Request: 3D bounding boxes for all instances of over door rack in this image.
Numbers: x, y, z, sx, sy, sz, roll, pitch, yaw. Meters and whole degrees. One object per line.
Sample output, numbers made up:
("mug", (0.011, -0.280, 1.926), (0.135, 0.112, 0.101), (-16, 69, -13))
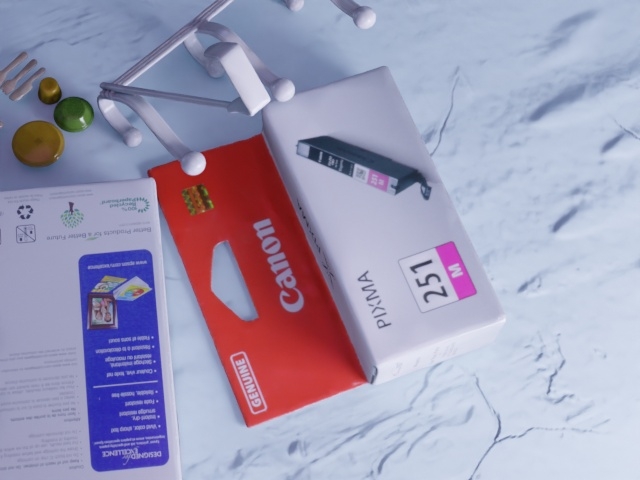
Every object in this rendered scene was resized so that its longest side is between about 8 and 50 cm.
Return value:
("over door rack", (-0.040, -0.168, 1.301), (0.239, 0.324, 0.108), (-43, 107, -20))

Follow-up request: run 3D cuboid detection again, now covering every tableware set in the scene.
("tableware set", (-0.288, -0.095, 1.394), (0.104, 0.024, 0.154), (39, 68, 9))

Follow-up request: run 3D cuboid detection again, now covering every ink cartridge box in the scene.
("ink cartridge box", (0.000, 0.000, 1.349), (0.239, 0.060, 0.275), (-19, 69, -13))
("ink cartridge box", (-0.207, 0.111, 1.284), (0.165, 0.065, 0.332), (-4, 65, -6))
